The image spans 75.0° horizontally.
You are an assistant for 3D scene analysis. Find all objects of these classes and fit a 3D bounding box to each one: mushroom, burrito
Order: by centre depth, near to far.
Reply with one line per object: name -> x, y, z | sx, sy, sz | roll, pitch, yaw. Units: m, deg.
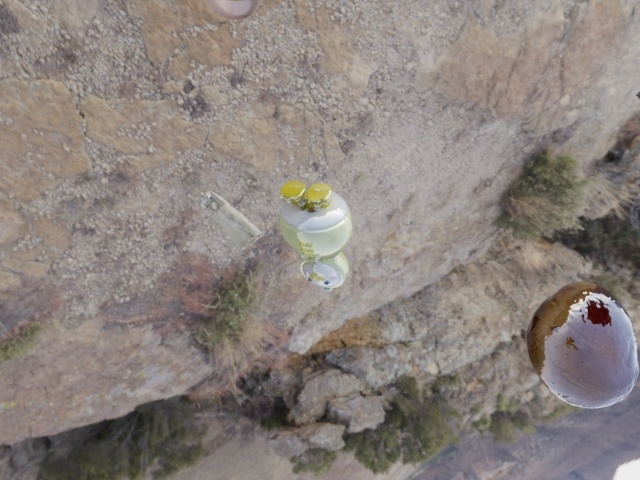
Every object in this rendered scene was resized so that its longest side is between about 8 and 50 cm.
mushroom -> 0.260, 0.101, 0.404 | 0.123, 0.123, 0.052 | -28, -175, -14
burrito -> -0.243, -0.054, 1.128 | 0.060, 0.226, 0.087 | -24, 145, -43

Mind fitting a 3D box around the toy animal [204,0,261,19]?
toy animal -> -0.164, -0.525, 0.812 | 0.165, 0.248, 0.149 | -46, 117, -16

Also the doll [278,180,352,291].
doll -> -0.003, 0.009, 0.815 | 0.141, 0.117, 0.296 | 4, 131, 16

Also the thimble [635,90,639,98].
thimble -> 0.780, -0.350, 0.947 | 0.095, 0.066, 0.104 | -45, 163, 2
